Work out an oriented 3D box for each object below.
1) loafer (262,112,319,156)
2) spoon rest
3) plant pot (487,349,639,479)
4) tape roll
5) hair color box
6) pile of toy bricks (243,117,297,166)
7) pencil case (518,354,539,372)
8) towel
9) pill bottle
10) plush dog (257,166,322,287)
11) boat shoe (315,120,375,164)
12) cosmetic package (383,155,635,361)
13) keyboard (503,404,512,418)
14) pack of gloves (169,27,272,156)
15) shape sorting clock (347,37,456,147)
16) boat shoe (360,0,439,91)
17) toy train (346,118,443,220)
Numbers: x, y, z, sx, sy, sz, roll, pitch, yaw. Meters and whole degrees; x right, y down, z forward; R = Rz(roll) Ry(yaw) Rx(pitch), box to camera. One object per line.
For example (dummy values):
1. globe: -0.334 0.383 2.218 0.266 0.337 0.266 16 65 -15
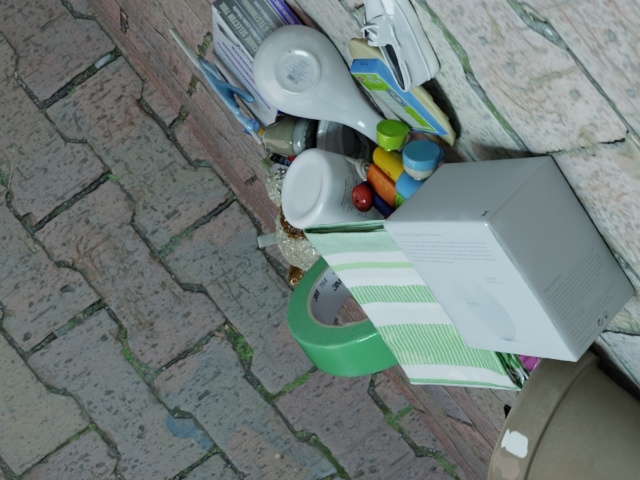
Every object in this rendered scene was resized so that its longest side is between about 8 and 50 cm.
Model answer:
1. loafer: -0.041 -0.194 2.137 0.251 0.087 0.094 -43 -43 -77
2. spoon rest: 0.017 -0.224 1.962 0.276 0.137 0.084 38 -171 1
3. plant pot: 0.409 0.310 1.855 0.229 0.263 0.263 25 160 25
4. tape roll: 0.098 0.088 2.119 0.077 0.321 0.321 57 169 -28
5. hair color box: -0.094 -0.310 2.169 0.185 0.110 0.339 52 173 4
6. pile of toy bricks: -0.050 -0.205 2.449 0.105 0.118 0.212 14 -169 -45
7. pencil case: 0.301 0.174 2.212 0.209 0.095 0.098 -144 48 -60
8. towel: 0.140 0.099 1.841 0.248 0.038 0.325 -4 131 49
9. pill bottle: 0.062 -0.063 2.038 0.229 0.131 0.131 13 -164 -36
10. plush dog: 0.000 0.000 2.359 0.262 0.211 0.225 25 -179 -13
11. boat shoe: 0.064 -0.128 2.168 0.103 0.118 0.320 0 146 16
12. cosmetic package: 0.239 0.020 1.612 0.225 0.138 0.224 53 156 -20
13. keyboard: 0.449 0.410 2.646 0.192 0.038 0.100 -151 47 -70
14. pack of gloves: -0.162 -0.273 2.248 0.232 0.046 0.195 53 -176 17
15. shape sorting clock: 0.115 -0.208 1.753 0.206 0.040 0.206 41 178 2
16. boat shoe: 0.085 -0.268 1.589 0.066 0.063 0.184 40 166 50
17. toy train: 0.097 -0.117 1.841 0.248 0.105 0.143 48 147 44
